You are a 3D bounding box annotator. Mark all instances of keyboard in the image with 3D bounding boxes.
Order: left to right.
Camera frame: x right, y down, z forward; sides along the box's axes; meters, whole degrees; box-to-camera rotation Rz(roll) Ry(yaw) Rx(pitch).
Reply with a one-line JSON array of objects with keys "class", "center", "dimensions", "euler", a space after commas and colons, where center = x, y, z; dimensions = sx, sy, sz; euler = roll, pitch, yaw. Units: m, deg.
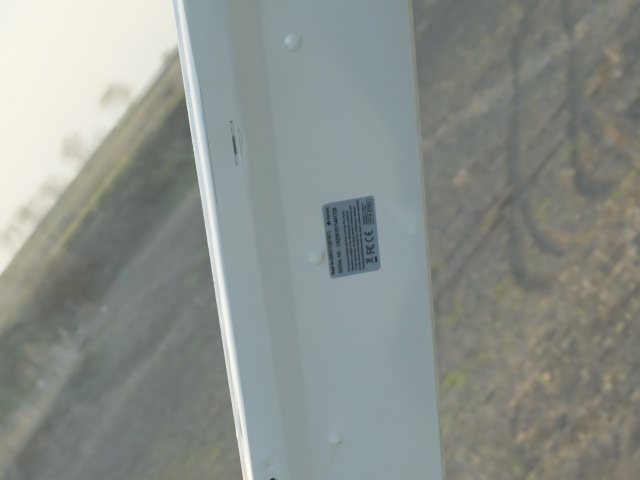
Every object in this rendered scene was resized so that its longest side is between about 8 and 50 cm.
[{"class": "keyboard", "center": [0.000, 0.000, 0.557], "dimensions": [0.072, 0.256, 0.014], "euler": [-13, 33, -11]}]
